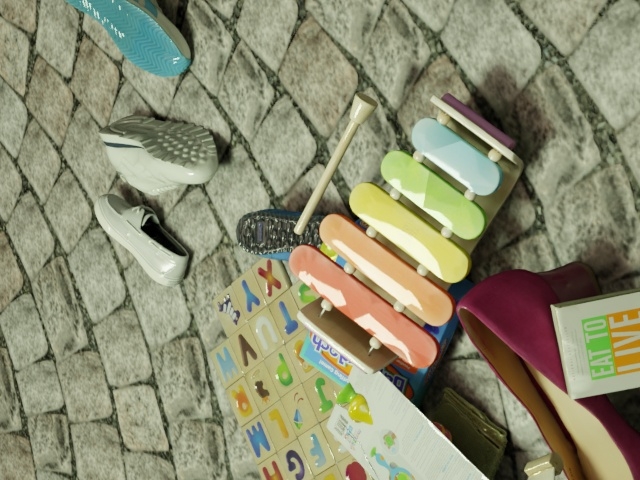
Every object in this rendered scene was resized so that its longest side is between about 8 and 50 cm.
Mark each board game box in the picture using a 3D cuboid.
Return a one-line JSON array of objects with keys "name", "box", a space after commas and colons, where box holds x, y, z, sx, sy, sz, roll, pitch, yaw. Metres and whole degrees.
[{"name": "board game box", "box": [0.076, 0.096, 1.982, 0.160, 0.047, 0.210, 34, 128, 19]}]

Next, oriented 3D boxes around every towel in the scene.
[{"name": "towel", "box": [0.163, 0.255, 1.972, 0.110, 0.027, 0.148, 42, 129, 34]}]

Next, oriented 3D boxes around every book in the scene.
[{"name": "book", "box": [0.310, 0.098, 1.666, 0.035, 0.144, 0.096, -112, 10, -86]}]

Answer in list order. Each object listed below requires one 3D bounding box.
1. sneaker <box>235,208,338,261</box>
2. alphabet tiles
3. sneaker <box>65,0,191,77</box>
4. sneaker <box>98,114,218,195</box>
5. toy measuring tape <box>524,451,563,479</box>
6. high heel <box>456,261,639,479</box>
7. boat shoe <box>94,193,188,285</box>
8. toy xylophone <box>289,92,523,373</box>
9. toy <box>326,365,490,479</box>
[{"name": "sneaker", "box": [0.000, 0.000, 2.077, 0.209, 0.082, 0.069, 11, 96, 30]}, {"name": "alphabet tiles", "box": [-0.037, 0.198, 2.211, 0.285, 0.011, 0.342, -39, 71, 48]}, {"name": "sneaker", "box": [-0.253, -0.316, 2.268, 0.228, 0.092, 0.087, 44, 132, 8]}, {"name": "sneaker", "box": [-0.210, -0.105, 2.289, 0.235, 0.090, 0.095, 22, 130, 50]}, {"name": "toy measuring tape", "box": [0.266, 0.378, 1.657, 0.121, 0.121, 0.330, -38, 48, 49]}, {"name": "high heel", "box": [0.249, 0.212, 1.728, 0.127, 0.181, 0.377, -29, 78, 51]}, {"name": "boat shoe", "box": [-0.251, -0.015, 2.370, 0.184, 0.066, 0.063, 49, 124, 31]}, {"name": "toy xylophone", "box": [0.080, -0.021, 1.861, 0.236, 0.081, 0.323, 30, 107, 20]}, {"name": "toy", "box": [0.117, 0.246, 1.953, 0.237, 0.056, 0.137, 41, 134, 21]}]
